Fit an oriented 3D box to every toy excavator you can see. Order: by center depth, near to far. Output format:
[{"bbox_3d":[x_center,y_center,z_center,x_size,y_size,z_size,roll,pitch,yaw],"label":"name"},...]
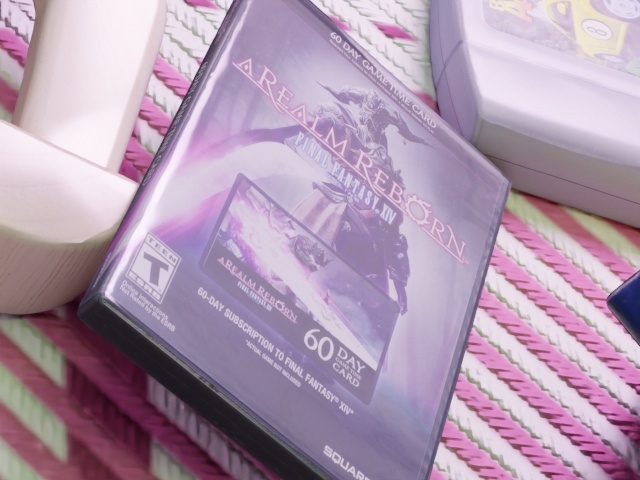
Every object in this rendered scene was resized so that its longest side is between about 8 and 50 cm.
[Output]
[{"bbox_3d":[-0.174,-0.232,1.056,0.445,0.222,0.433,44,51,3],"label":"toy excavator"}]

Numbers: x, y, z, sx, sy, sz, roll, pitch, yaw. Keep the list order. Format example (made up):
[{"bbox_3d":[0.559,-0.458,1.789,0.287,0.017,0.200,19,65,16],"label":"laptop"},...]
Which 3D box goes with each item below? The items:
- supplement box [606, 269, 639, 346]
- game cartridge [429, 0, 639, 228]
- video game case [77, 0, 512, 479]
[{"bbox_3d":[0.349,0.004,0.946,0.356,0.194,0.195,-40,69,7],"label":"supplement box"},{"bbox_3d":[0.167,-0.142,1.211,0.196,0.060,0.294,14,49,-6],"label":"game cartridge"},{"bbox_3d":[0.000,0.000,0.988,0.196,0.026,0.274,40,42,-18],"label":"video game case"}]
